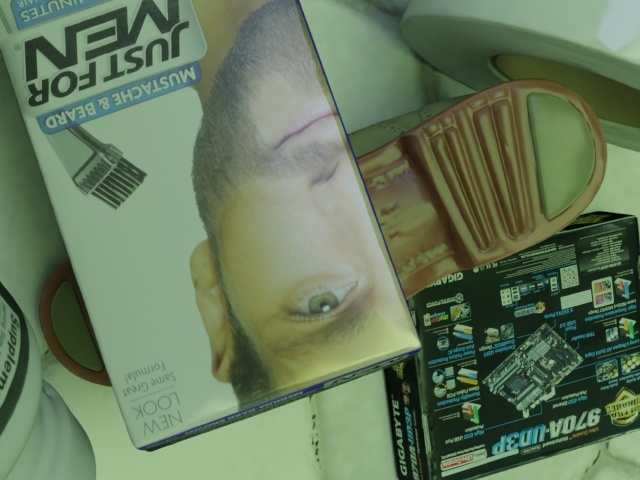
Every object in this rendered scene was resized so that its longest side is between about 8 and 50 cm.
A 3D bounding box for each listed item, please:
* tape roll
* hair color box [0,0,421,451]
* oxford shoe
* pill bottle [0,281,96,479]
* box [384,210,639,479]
[{"bbox_3d":[0.204,-0.145,1.215,0.286,0.286,0.100,23,84,-28],"label":"tape roll"},{"bbox_3d":[-0.079,-0.058,1.080,0.185,0.110,0.339,-20,84,-3],"label":"hair color box"},{"bbox_3d":[0.000,0.000,1.209,0.397,0.146,0.140,-18,97,-5],"label":"oxford shoe"},{"bbox_3d":[-0.287,0.058,0.973,0.210,0.210,0.363,-46,135,-16],"label":"pill bottle"},{"bbox_3d":[0.154,0.082,1.345,0.220,0.051,0.175,-13,102,-27],"label":"box"}]
